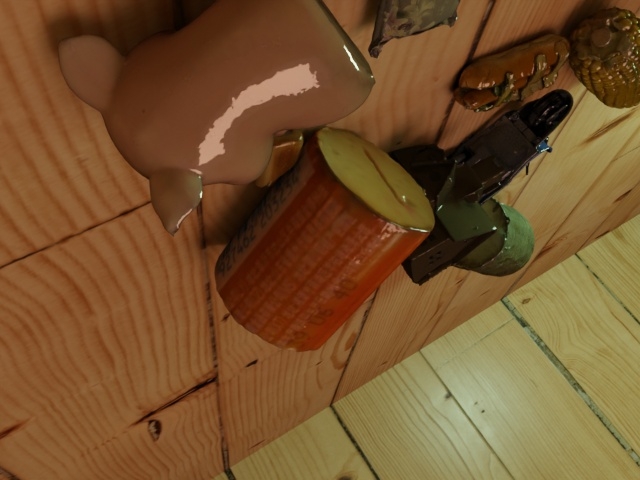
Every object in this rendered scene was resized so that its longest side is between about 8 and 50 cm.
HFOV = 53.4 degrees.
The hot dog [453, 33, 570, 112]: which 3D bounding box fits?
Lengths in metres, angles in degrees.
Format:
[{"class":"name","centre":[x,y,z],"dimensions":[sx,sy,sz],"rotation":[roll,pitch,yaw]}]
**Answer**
[{"class":"hot dog","centre":[0.335,-0.286,1.108],"dimensions":[0.269,0.072,0.109],"rotation":[-27,153,-23]}]

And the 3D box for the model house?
[{"class":"model house","centre":[0.219,-0.084,1.145],"dimensions":[0.243,0.211,0.204],"rotation":[-30,159,-2]}]

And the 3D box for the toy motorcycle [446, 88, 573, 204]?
[{"class":"toy motorcycle","centre":[0.373,-0.174,1.328],"dimensions":[0.358,0.125,0.212],"rotation":[-42,165,19]}]

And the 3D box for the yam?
[{"class":"yam","centre":[0.428,-0.008,1.631],"dimensions":[0.195,0.195,0.300],"rotation":[-44,155,19]}]

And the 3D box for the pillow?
[{"class":"pillow","centre":[0.125,-0.333,0.734],"dimensions":[0.169,0.059,0.255],"rotation":[-32,159,-20]}]

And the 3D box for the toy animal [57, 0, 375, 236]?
[{"class":"toy animal","centre":[-0.085,-0.160,0.638],"dimensions":[0.256,0.195,0.213],"rotation":[-37,180,4]}]

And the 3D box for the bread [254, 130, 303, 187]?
[{"class":"bread","centre":[-0.061,-0.121,0.896],"dimensions":[0.062,0.049,0.103],"rotation":[-17,153,-21]}]

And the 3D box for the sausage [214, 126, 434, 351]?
[{"class":"sausage","centre":[0.000,0.000,0.993],"dimensions":[0.233,0.233,0.287],"rotation":[-2,138,-53]}]

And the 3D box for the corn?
[{"class":"corn","centre":[0.575,-0.347,1.248],"dimensions":[0.144,0.144,0.387],"rotation":[-45,161,22]}]
